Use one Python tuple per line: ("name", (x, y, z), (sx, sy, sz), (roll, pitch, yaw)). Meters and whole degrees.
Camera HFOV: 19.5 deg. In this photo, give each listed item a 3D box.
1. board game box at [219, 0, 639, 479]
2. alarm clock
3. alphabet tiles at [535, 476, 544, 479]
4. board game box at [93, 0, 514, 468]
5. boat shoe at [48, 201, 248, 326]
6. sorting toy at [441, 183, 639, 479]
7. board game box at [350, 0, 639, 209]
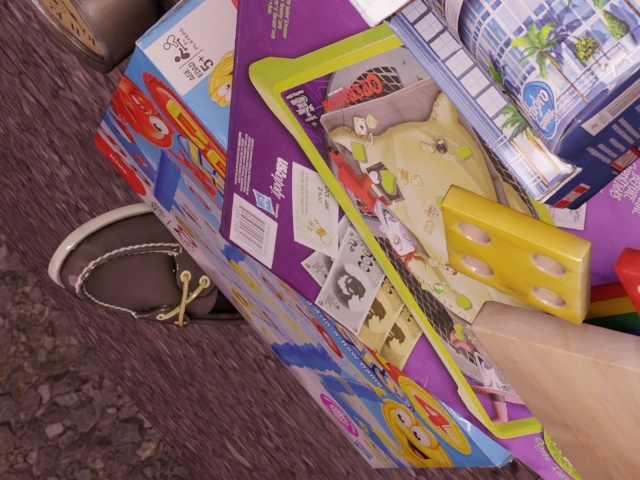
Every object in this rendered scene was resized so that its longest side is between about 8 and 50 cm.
("board game box", (0.060, -0.052, 0.685), (0.208, 0.056, 0.347), (40, 151, 19))
("alarm clock", (-0.162, -0.171, 1.235), (0.129, 0.064, 0.192), (47, 164, 7))
("alphabet tiles", (0.231, 0.252, 1.281), (0.237, 0.009, 0.198), (47, 166, 9))
("board game box", (0.000, 0.000, 1.145), (0.308, 0.086, 0.302), (49, 167, -2))
("boat shoe", (-0.092, 0.023, 1.326), (0.227, 0.081, 0.069), (-1, -137, -51))
("sorting toy", (0.134, 0.054, 0.628), (0.132, 0.046, 0.274), (13, 154, 39))
("board game box", (0.019, -0.101, 0.492), (0.194, 0.060, 0.194), (51, -170, 9))
